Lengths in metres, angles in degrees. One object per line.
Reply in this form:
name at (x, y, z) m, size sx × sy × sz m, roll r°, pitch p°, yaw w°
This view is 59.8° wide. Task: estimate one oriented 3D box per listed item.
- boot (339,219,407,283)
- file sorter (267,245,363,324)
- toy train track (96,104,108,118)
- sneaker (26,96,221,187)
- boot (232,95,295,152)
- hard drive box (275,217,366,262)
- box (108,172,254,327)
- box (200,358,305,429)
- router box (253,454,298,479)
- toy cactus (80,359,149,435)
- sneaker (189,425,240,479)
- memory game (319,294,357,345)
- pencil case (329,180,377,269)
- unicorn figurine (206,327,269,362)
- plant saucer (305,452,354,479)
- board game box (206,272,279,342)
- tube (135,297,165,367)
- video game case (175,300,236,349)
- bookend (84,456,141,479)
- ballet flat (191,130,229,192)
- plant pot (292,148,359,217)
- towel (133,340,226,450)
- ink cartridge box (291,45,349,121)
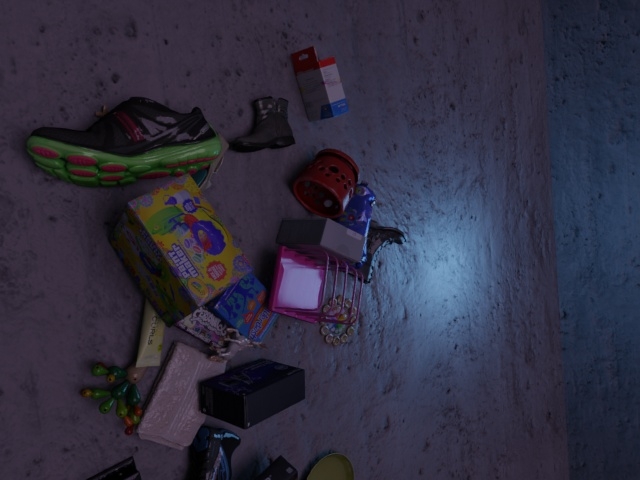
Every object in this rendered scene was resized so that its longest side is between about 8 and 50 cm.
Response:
boot at (0.194, 0.050, 2.069) m, size 0.263 × 0.091 × 0.229 m, roll 17°, pitch 81°, yaw -29°
file sorter at (-0.001, 0.152, 1.770) m, size 0.290 × 0.182 × 0.202 m, roll 30°, pitch 65°, yaw -58°
toy train track at (-0.568, -0.311, 1.457) m, size 0.048 × 0.014 × 0.083 m, roll -1°, pitch 98°, yaw -47°
sneaker at (-0.500, -0.261, 1.435) m, size 0.483 × 0.185 × 0.202 m, roll -10°, pitch 76°, yaw -37°
boot at (-0.189, -0.366, 1.743) m, size 0.246 × 0.083 × 0.161 m, roll -17°, pitch 95°, yaw -44°
hard drive box at (0.000, 0.000, 1.801) m, size 0.181 × 0.232 × 0.089 m, roll 25°, pitch 76°, yaw -38°
box at (-0.363, 0.035, 1.412) m, size 0.177 × 0.279 × 0.290 m, roll -34°, pitch 92°, yaw -34°
box at (-0.195, 0.445, 1.645) m, size 0.261 × 0.184 × 0.103 m, roll -10°, pitch 104°, yaw -52°
router box at (-0.199, 0.842, 1.696) m, size 0.309 × 0.081 × 0.243 m, roll -34°, pitch 140°, yaw -34°
toy cactus at (-0.525, 0.389, 1.476) m, size 0.219 × 0.112 × 0.180 m, roll 59°, pitch 39°, yaw -22°
sneaker at (-0.325, 0.723, 1.622) m, size 0.139 × 0.125 × 0.341 m, roll 23°, pitch 77°, yaw -40°
memory game at (0.066, 0.289, 2.010) m, size 0.186 × 0.012 × 0.186 m, roll -2°, pitch 92°, yaw -40°
pencil case at (0.116, -0.050, 1.942) m, size 0.119 × 0.133 × 0.306 m, roll 58°, pitch 40°, yaw -68°
unicorn figurine at (-0.249, 0.308, 1.637) m, size 0.111 × 0.162 × 0.060 m, roll 40°, pitch 27°, yaw -37°
plant saucer at (0.022, 0.873, 1.975) m, size 0.241 × 0.037 × 0.241 m, roll -2°, pitch 93°, yaw -41°
board game box at (-0.223, 0.201, 1.684) m, size 0.210 × 0.047 × 0.160 m, roll 50°, pitch 59°, yaw -33°
tube at (-0.456, 0.226, 1.528) m, size 0.070 × 0.062 × 0.240 m, roll 10°, pitch 82°, yaw -22°
video game case at (-0.311, 0.205, 1.670) m, size 0.232 × 0.042 × 0.210 m, roll 40°, pitch 65°, yaw -34°
bookend at (-0.521, 0.650, 1.432) m, size 0.156 × 0.157 × 0.072 m, roll -18°, pitch 103°, yaw -38°
ballet flat at (-0.336, -0.201, 1.618) m, size 0.086 × 0.086 × 0.248 m, roll 36°, pitch 68°, yaw -35°
plant pot at (0.029, -0.197, 1.849) m, size 0.191 × 0.191 × 0.174 m, roll 49°, pitch 59°, yaw -30°
towel at (-0.400, 0.448, 1.599) m, size 0.187 × 0.049 × 0.282 m, roll 34°, pitch 70°, yaw -36°
ink cartridge box at (-0.003, -0.522, 1.845) m, size 0.078 × 0.134 × 0.231 m, roll -28°, pitch 110°, yaw -35°
